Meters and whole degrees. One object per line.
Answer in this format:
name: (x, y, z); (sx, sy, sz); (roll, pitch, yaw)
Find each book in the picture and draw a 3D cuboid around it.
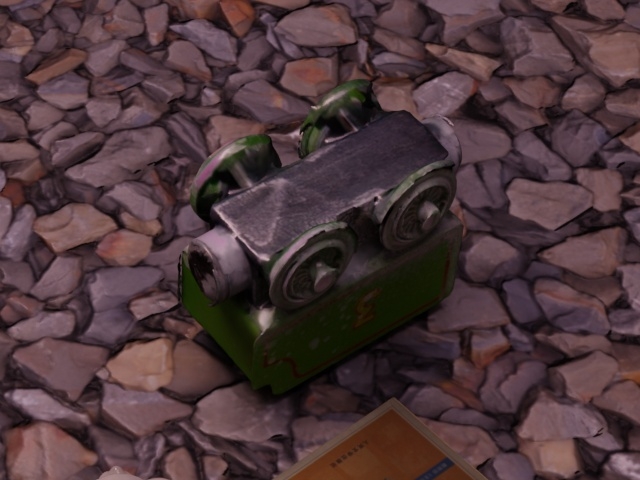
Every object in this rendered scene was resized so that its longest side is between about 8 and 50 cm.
book: (0.090, 0.261, 1.774); (0.170, 0.018, 0.242); (-31, 56, -30)

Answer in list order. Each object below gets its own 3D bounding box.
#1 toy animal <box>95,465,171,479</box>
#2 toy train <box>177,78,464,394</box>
toy animal: (-0.165, 0.296, 1.607); (0.127, 0.193, 0.178); (-3, 54, -6)
toy train: (0.000, 0.000, 1.859); (0.307, 0.249, 0.173); (-28, 57, -27)
